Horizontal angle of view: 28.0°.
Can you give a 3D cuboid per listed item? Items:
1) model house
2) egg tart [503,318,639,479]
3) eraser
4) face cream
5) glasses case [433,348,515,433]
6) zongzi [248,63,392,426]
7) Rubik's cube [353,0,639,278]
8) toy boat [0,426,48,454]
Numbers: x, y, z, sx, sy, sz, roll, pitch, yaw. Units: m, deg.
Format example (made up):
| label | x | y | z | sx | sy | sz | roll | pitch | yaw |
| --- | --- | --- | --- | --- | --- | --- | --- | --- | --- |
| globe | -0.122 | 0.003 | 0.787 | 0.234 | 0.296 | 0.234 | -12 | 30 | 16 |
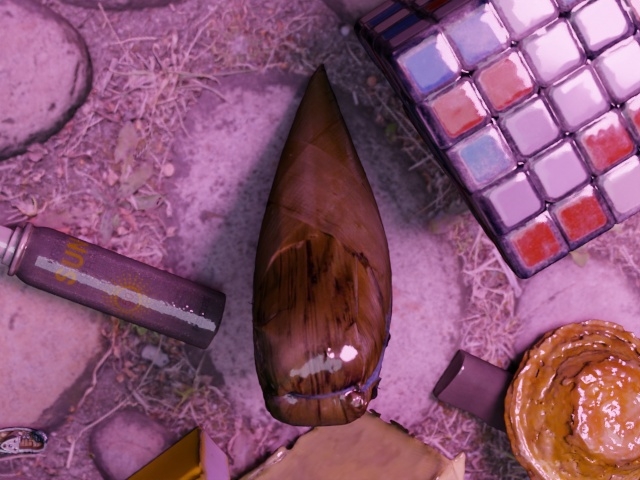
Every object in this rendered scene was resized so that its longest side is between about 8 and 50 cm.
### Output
| label | x | y | z | sx | sy | sz | roll | pitch | yaw |
| --- | --- | --- | --- | --- | --- | --- | --- | --- | --- |
| model house | 0.047 | 0.402 | 1.566 | 0.321 | 0.261 | 0.266 | -42 | 119 | -16 |
| egg tart | 0.347 | 0.215 | 1.588 | 0.241 | 0.106 | 0.241 | 3 | 81 | -16 |
| eraser | -0.209 | 0.336 | 1.564 | 0.226 | 0.158 | 0.069 | -37 | 105 | 5 |
| face cream | -0.252 | 0.048 | 1.515 | 0.284 | 0.073 | 0.073 | 22 | 103 | -12 |
| glasses case | 0.243 | 0.209 | 1.639 | 0.191 | 0.042 | 0.072 | 25 | 110 | -13 |
| zongzi | 0.000 | 0.000 | 1.408 | 0.160 | 0.323 | 0.360 | -1 | 103 | 2 |
| Rubik's cube | 0.239 | -0.179 | 1.390 | 0.293 | 0.287 | 0.292 | -31 | 107 | 4 |
| toy boat | -0.377 | 0.248 | 1.582 | 0.083 | 0.038 | 0.038 | 1 | 107 | -8 |
